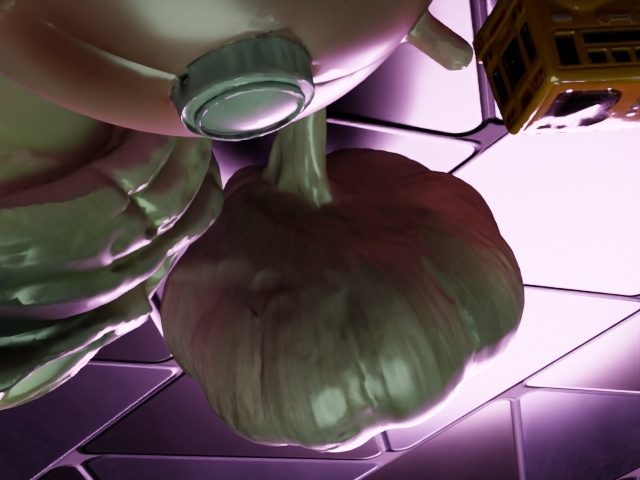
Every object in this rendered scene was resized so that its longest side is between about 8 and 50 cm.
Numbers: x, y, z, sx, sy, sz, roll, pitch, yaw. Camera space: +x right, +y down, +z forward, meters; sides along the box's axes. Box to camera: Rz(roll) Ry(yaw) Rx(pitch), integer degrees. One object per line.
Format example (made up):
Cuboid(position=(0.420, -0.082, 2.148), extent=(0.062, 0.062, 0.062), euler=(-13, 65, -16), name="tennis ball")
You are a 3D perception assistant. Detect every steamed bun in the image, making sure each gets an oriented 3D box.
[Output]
Cuboid(position=(-0.185, -0.018, 0.932), extent=(0.275, 0.206, 0.320), euler=(-27, 150, 32), name="steamed bun")

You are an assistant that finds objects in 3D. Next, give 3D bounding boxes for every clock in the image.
Cuboid(position=(-0.048, -0.149, 0.673), extent=(0.227, 0.241, 0.142), euler=(2, 149, -31), name="clock")

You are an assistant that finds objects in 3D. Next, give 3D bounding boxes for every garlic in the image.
Cuboid(position=(0.000, 0.000, 1.137), extent=(0.218, 0.218, 0.212), euler=(-15, 127, 2), name="garlic")

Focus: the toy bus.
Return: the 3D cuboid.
Cuboid(position=(0.190, -0.109, 1.076), extent=(0.194, 0.088, 0.083), euler=(-5, 154, -19), name="toy bus")
